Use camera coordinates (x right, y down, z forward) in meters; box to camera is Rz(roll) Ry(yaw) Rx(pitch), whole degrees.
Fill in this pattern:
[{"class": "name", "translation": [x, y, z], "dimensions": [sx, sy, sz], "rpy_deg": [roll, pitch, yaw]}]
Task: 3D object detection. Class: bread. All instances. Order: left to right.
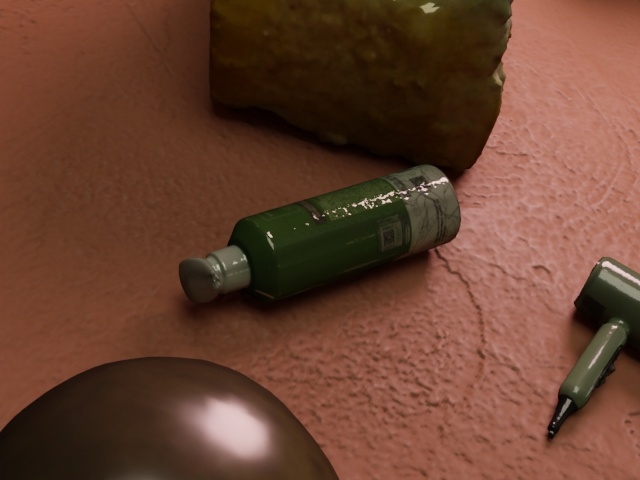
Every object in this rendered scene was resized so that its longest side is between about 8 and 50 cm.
[{"class": "bread", "translation": [0.064, -0.279, 0.891], "dimensions": [0.239, 0.264, 0.395], "rpy_deg": [14, 47, 3]}]

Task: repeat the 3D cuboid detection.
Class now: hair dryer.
[{"class": "hair dryer", "translation": [0.189, 0.080, 0.753], "dimensions": [0.071, 0.047, 0.150], "rpy_deg": [32, 58, 16]}]

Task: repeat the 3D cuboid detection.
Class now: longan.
[{"class": "longan", "translation": [-0.078, 0.150, 0.500], "dimensions": [0.196, 0.196, 0.220], "rpy_deg": [20, 43, 2]}]

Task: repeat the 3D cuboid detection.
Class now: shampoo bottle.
[{"class": "shampoo bottle", "translation": [0.000, 0.000, 0.747], "dimensions": [0.204, 0.065, 0.065], "rpy_deg": [-18, 55, -29]}]
